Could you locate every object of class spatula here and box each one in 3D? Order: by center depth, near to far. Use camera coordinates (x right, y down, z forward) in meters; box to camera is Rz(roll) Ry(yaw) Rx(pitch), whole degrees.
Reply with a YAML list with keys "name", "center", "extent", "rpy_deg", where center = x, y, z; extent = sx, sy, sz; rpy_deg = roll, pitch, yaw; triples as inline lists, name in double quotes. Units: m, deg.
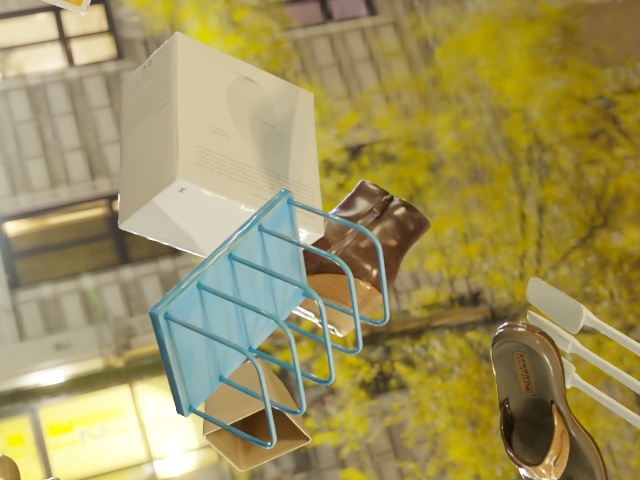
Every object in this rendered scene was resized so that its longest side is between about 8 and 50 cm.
- name: "spatula"
  center: [0.347, 0.153, 1.604]
  extent: [0.242, 0.019, 0.168]
  rpy_deg: [34, -38, 27]

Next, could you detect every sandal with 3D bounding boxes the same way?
- name: "sandal"
  center: [0.209, 0.181, 1.242]
  extent: [0.090, 0.060, 0.219]
  rpy_deg: [-3, -64, 34]

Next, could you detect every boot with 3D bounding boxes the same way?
- name: "boot"
  center: [0.000, 0.000, 1.785]
  extent: [0.248, 0.207, 0.090]
  rpy_deg: [29, -20, 21]

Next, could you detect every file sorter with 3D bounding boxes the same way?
- name: "file sorter"
  center: [-0.035, 0.064, 1.050]
  extent: [0.104, 0.170, 0.118]
  rpy_deg: [21, -42, 31]

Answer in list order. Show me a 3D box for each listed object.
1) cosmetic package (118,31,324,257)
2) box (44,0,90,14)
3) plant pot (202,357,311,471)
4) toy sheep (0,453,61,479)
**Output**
- name: "cosmetic package"
  center: [-0.127, -0.103, 1.652]
  extent: [0.138, 0.224, 0.225]
  rpy_deg: [-36, -134, 39]
- name: "box"
  center: [-0.324, -0.322, 1.332]
  extent: [0.103, 0.203, 0.114]
  rpy_deg: [41, -69, 57]
- name: "plant pot"
  center: [-0.090, 0.221, 1.712]
  extent: [0.109, 0.109, 0.096]
  rpy_deg: [52, 16, -45]
- name: "toy sheep"
  center: [-0.236, 0.229, 1.002]
  extent: [0.091, 0.091, 0.132]
  rpy_deg: [129, -51, -69]
